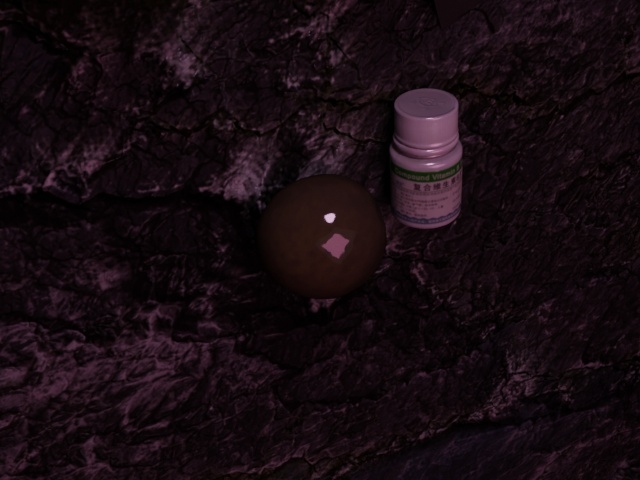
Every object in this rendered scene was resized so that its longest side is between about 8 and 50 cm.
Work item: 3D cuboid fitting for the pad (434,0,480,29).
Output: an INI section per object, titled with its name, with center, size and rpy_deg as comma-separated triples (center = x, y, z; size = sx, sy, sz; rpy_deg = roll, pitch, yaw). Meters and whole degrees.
[pad]
center = 0.244, -0.458, 1.626
size = 0.143, 0.003, 0.211
rpy_deg = -38, 153, -3

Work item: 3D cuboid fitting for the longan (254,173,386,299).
[longan]
center = 0.000, 0.000, 1.706
size = 0.248, 0.248, 0.248
rpy_deg = -16, 128, -22

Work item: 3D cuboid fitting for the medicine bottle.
[medicine bottle]
center = 0.195, -0.151, 1.768
size = 0.139, 0.139, 0.237
rpy_deg = -18, 129, -20
